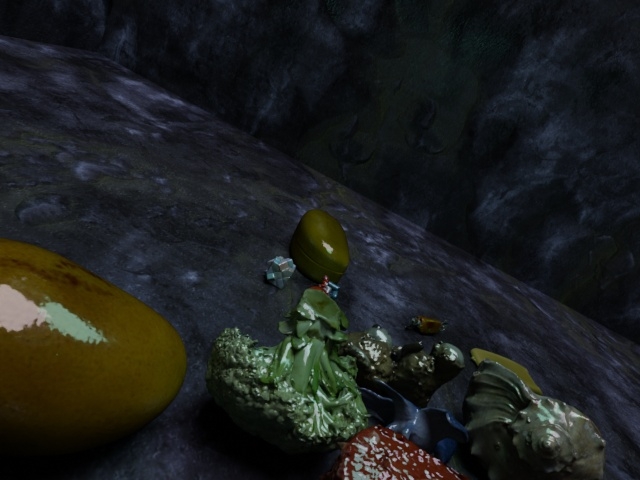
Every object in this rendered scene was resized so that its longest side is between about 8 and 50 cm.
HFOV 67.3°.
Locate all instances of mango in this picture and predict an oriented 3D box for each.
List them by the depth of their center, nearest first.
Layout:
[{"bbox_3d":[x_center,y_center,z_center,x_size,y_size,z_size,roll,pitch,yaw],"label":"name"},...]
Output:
[{"bbox_3d":[-0.340,0.136,0.596,0.378,0.221,0.264,25,13,-38],"label":"mango"}]

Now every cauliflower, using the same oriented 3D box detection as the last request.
[{"bbox_3d":[-0.030,0.206,0.782,0.273,0.250,0.275,25,-3,3],"label":"cauliflower"}]

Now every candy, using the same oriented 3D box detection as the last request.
[{"bbox_3d":[0.327,0.261,1.488,0.182,0.053,0.046,13,11,-38],"label":"candy"}]

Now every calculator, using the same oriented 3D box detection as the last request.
[{"bbox_3d":[0.569,0.403,1.486,0.237,0.033,0.157,23,19,-10],"label":"calculator"}]

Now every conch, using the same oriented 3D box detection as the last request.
[{"bbox_3d":[0.394,0.400,0.991,0.297,0.210,0.352,54,-17,24],"label":"conch"}]

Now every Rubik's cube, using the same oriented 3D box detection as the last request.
[{"bbox_3d":[-0.112,0.077,1.301,0.073,0.084,0.075,31,1,-5],"label":"Rubik's cube"}]

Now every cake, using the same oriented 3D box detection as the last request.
[{"bbox_3d":[0.119,0.398,0.666,0.283,0.150,0.177,33,32,13],"label":"cake"}]

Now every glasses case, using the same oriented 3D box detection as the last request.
[{"bbox_3d":[0.000,0.000,1.575,0.173,0.141,0.371,24,18,-11],"label":"glasses case"}]

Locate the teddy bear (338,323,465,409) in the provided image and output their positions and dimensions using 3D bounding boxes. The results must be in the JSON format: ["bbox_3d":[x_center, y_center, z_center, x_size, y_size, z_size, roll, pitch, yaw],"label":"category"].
[{"bbox_3d":[0.134,0.267,1.029,0.256,0.156,0.267,25,-21,-12],"label":"teddy bear"}]

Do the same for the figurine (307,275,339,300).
[{"bbox_3d":[0.001,0.150,1.297,0.075,0.068,0.140,35,25,11],"label":"figurine"}]

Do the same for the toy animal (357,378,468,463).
[{"bbox_3d":[0.172,0.342,0.897,0.239,0.255,0.176,-7,18,44],"label":"toy animal"}]
